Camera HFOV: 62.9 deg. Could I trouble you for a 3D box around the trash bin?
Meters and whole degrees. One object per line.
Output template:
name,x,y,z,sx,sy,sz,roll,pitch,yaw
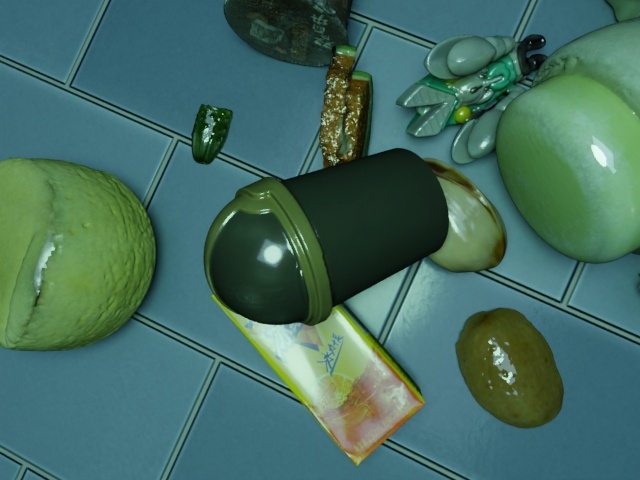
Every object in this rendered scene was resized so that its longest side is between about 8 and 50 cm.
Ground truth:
trash bin,0.000,0.000,0.739,0.333,0.214,0.214,-20,83,-23

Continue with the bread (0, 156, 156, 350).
bread,-0.439,0.026,0.876,0.320,0.237,0.321,-4,78,20

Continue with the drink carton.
drink carton,-0.004,0.172,0.864,0.154,0.111,0.351,-42,82,1

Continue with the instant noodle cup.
instant noodle cup,-0.031,-0.438,0.875,0.217,0.217,0.208,14,80,8

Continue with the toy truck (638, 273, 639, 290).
toy truck,0.612,0.015,0.785,0.124,0.155,0.268,45,94,8

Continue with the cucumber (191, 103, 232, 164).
cucumber,-0.207,-0.194,0.958,0.067,0.035,0.108,14,89,6

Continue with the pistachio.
pistachio,0.207,-0.039,0.844,0.144,0.144,0.215,-43,84,2

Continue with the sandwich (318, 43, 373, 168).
sandwich,0.045,-0.199,0.859,0.079,0.159,0.235,4,92,5

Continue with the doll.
doll,0.249,-0.261,0.846,0.194,0.153,0.258,36,95,-19

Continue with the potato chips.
potato chips,0.312,0.209,0.857,0.150,0.049,0.202,-20,77,0

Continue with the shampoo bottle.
shampoo bottle,0.438,-0.143,0.731,0.317,0.322,0.323,-30,83,-2

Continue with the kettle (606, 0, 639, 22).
kettle,0.543,-0.479,0.777,0.165,0.255,0.241,21,90,11
